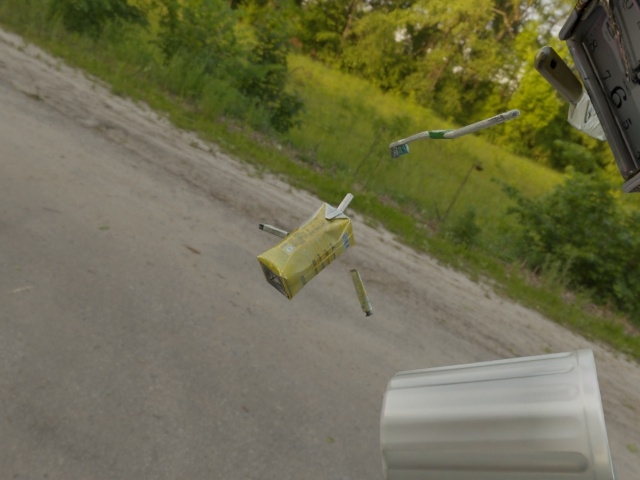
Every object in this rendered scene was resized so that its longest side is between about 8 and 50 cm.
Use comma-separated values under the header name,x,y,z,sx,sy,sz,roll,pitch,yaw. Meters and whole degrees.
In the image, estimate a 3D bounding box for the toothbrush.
name,x,y,z,sx,sy,sz,roll,pitch,yaw
toothbrush,0.284,-0.245,1.300,0.042,0.040,0.418,-15,3,-29

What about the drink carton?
name,x,y,z,sx,sy,sz,roll,pitch,yaw
drink carton,0.000,0.000,0.897,0.200,0.084,0.075,-40,51,-20

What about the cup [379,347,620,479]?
name,x,y,z,sx,sy,sz,roll,pitch,yaw
cup,0.182,0.220,0.567,0.202,0.220,0.167,-9,22,24

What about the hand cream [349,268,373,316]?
name,x,y,z,sx,sy,sz,roll,pitch,yaw
hand cream,0.084,0.107,1.177,0.022,0.102,0.035,-18,-4,-18

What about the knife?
name,x,y,z,sx,sy,sz,roll,pitch,yaw
knife,0.313,-0.164,0.697,0.017,0.047,0.298,23,9,38

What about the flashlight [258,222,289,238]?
name,x,y,z,sx,sy,sz,roll,pitch,yaw
flashlight,-0.117,-0.025,1.437,0.083,0.018,0.018,21,15,25

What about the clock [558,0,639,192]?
name,x,y,z,sx,sy,sz,roll,pitch,yaw
clock,0.353,-0.186,0.604,0.084,0.253,0.186,-14,-14,-2
